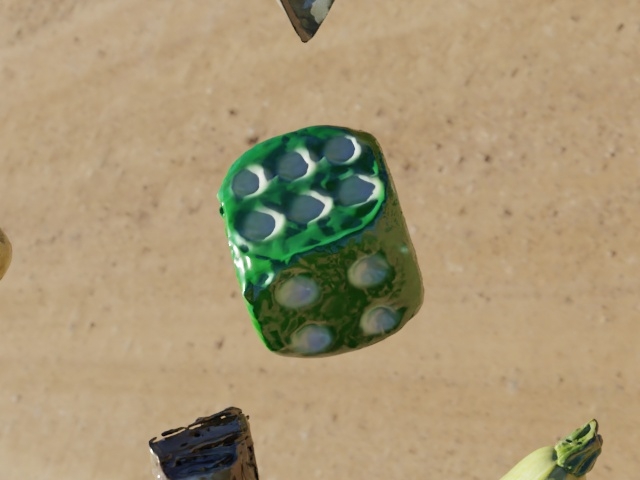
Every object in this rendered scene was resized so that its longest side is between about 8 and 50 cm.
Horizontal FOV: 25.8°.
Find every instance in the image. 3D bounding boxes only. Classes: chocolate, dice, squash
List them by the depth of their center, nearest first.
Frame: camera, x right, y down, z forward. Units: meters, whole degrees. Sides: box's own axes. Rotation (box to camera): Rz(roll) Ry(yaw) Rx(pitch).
[{"bbox_3d":[0.000,0.000,1.015,0.128,0.120,0.131,-16,47,4],"label":"dice"},{"bbox_3d":[-0.065,0.294,1.096,0.065,0.102,0.329,-152,50,-63],"label":"chocolate"},{"bbox_3d":[0.183,0.235,1.227,0.224,0.094,0.094,-59,28,34],"label":"squash"}]

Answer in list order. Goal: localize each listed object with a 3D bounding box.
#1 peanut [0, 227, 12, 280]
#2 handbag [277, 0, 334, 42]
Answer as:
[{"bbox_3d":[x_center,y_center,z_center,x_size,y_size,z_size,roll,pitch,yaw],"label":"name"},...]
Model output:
[{"bbox_3d":[-0.421,0.024,1.407,0.098,0.229,0.103,-43,59,48],"label":"peanut"},{"bbox_3d":[-0.014,-0.264,0.831,0.117,0.270,0.182,25,71,36],"label":"handbag"}]
